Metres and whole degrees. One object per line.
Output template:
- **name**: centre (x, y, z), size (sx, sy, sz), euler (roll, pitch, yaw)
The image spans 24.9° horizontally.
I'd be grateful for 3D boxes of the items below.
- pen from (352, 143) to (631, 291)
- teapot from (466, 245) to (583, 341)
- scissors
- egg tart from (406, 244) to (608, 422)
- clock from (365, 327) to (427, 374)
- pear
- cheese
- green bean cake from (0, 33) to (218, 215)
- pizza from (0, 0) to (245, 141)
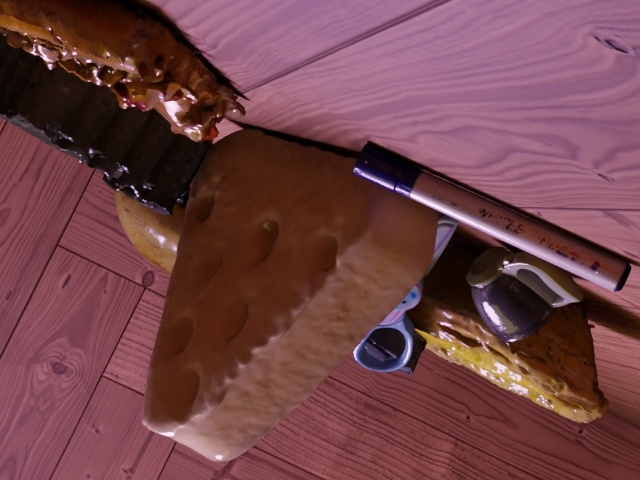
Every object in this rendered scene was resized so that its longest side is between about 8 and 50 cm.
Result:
- **pen**: centre (0.153, -0.020, 1.317), size (0.269, 0.033, 0.033), euler (26, 176, 12)
- **teapot**: centre (0.215, 0.044, 1.573), size (0.091, 0.124, 0.092), euler (44, -149, -24)
- **scissors**: centre (0.080, 0.049, 1.532), size (0.125, 0.030, 0.256), euler (25, 134, -11)
- **egg tart**: centre (0.215, 0.100, 1.786), size (0.345, 0.132, 0.345), euler (27, 177, 2)
- **clock**: centre (0.022, 0.085, 1.718), size (0.226, 0.049, 0.226), euler (30, 172, 5)
- **pear**: centre (-0.183, -0.040, 2.093), size (0.228, 0.188, 0.211), euler (26, 169, 7)
- **cheese**: centre (-0.064, 0.065, 1.537), size (0.104, 0.384, 0.384), euler (30, 175, -31)
- **green bean cake**: centre (-0.272, -0.150, 1.669), size (0.241, 0.132, 0.255), euler (29, 177, -36)
- **pizza**: centre (-0.211, -0.177, 1.347), size (0.251, 0.074, 0.287), euler (27, 175, 20)
